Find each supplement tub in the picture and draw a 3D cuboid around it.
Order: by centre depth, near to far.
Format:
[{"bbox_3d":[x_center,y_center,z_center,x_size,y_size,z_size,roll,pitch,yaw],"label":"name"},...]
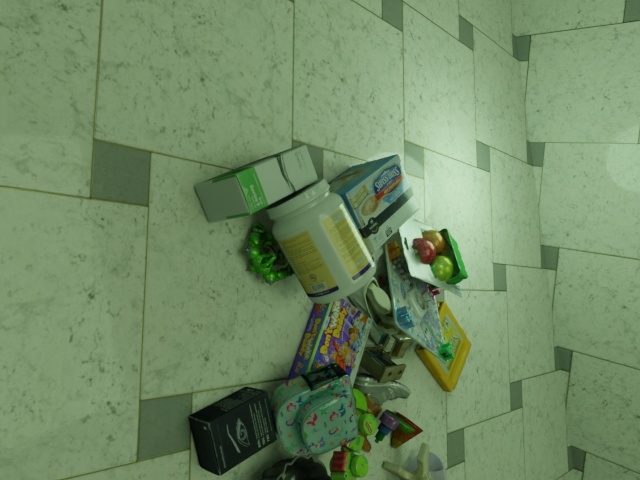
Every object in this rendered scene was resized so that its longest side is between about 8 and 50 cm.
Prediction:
[{"bbox_3d":[0.000,0.000,1.515,0.241,0.241,0.331,-38,105,-40],"label":"supplement tub"}]

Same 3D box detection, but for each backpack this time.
[{"bbox_3d":[-0.018,0.513,1.470,0.254,0.191,0.225,-15,110,-13],"label":"backpack"}]

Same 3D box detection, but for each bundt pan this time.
[{"bbox_3d":[-0.092,0.808,1.461,0.331,0.124,0.330,27,55,-48],"label":"bundt pan"}]

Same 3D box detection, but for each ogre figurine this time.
[{"bbox_3d":[-0.165,0.051,1.520,0.118,0.097,0.197,-51,132,-49],"label":"ogre figurine"}]

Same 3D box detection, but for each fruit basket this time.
[{"bbox_3d":[0.438,0.058,2.036,0.353,0.165,0.327,17,49,-34],"label":"fruit basket"}]

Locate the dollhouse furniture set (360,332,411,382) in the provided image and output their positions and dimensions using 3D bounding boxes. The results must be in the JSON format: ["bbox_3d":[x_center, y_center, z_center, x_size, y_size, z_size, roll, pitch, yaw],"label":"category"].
[{"bbox_3d":[0.247,0.404,1.814,0.129,0.129,0.183,7,110,-45],"label":"dollhouse furniture set"}]

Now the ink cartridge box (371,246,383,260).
[{"bbox_3d":[0.198,0.051,1.924,0.115,0.029,0.062,-42,114,-40],"label":"ink cartridge box"}]

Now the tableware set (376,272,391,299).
[{"bbox_3d":[0.270,0.194,1.987,0.169,0.020,0.141,-6,90,-45],"label":"tableware set"}]

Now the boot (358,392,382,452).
[{"bbox_3d":[0.163,0.651,1.755,0.152,0.073,0.197,-42,114,-8],"label":"boot"}]

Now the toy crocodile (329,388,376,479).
[{"bbox_3d":[0.091,0.649,1.576,0.105,0.115,0.340,37,55,-34],"label":"toy crocodile"}]

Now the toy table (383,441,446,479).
[{"bbox_3d":[0.374,0.922,1.876,0.161,0.252,0.274,60,37,-43],"label":"toy table"}]

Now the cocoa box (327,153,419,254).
[{"bbox_3d":[0.144,-0.123,1.745,0.347,0.232,0.227,-39,112,-40],"label":"cocoa box"}]

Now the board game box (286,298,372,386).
[{"bbox_3d":[0.037,0.382,1.695,0.233,0.078,0.347,39,60,-35],"label":"board game box"}]

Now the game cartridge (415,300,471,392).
[{"bbox_3d":[0.565,0.482,2.227,0.323,0.053,0.285,52,53,-26],"label":"game cartridge"}]

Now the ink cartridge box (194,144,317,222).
[{"bbox_3d":[-0.181,-0.168,1.441,0.289,0.211,0.121,-32,108,-42],"label":"ink cartridge box"}]

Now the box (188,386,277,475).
[{"bbox_3d":[-0.242,0.525,1.382,0.207,0.108,0.153,-14,96,-44],"label":"box"}]

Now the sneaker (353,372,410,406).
[{"bbox_3d":[0.221,0.572,1.860,0.281,0.105,0.115,20,84,-32],"label":"sneaker"}]

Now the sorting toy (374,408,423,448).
[{"bbox_3d":[0.273,0.718,1.838,0.126,0.127,0.365,-56,149,-5],"label":"sorting toy"}]

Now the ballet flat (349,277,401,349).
[{"bbox_3d":[0.230,0.281,1.859,0.139,0.139,0.400,-52,121,-35],"label":"ballet flat"}]

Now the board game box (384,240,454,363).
[{"bbox_3d":[0.398,0.242,1.972,0.390,0.050,0.389,39,35,-36],"label":"board game box"}]
